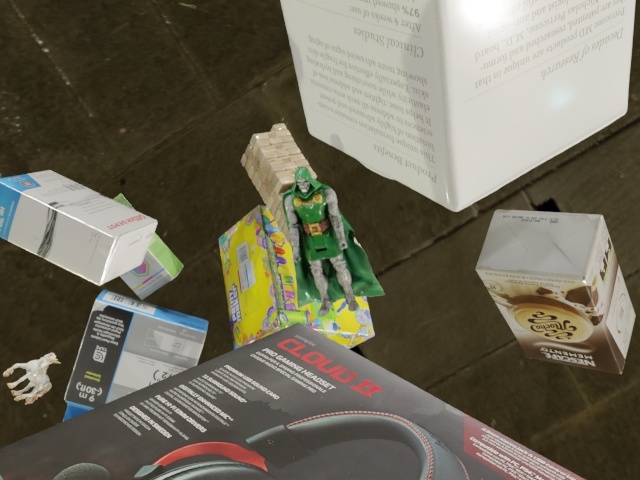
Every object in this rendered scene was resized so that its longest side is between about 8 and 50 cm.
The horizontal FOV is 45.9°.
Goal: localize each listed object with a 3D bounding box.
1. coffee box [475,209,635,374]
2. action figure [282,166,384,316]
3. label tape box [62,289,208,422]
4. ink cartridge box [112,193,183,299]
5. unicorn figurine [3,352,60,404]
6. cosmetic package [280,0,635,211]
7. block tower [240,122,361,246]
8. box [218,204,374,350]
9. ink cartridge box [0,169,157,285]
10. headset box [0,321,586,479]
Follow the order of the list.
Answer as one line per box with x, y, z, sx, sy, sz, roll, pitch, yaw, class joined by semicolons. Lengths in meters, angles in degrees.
0.384;0.086;1.207;0.168;0.119;0.297;4;149;36;coffee box
0.000;0.000;1.096;0.137;0.063;0.232;-13;116;9;action figure
-0.417;0.313;1.671;0.249;0.115;0.348;18;94;-10;label tape box
-0.409;0.016;1.635;0.109;0.062;0.209;-31;105;27;ink cartridge box
-0.616;0.290;1.626;0.111;0.162;0.060;-24;68;-23;unicorn figurine
0.162;-0.317;0.954;0.327;0.329;0.394;-30;129;-22;cosmetic package
-0.048;-0.082;1.555;0.336;0.097;0.091;60;143;23;block tower
-0.057;0.105;1.738;0.279;0.290;0.177;12;146;-39;box
-0.352;-0.023;1.079;0.190;0.139;0.082;26;105;6;ink cartridge box
-0.025;0.159;0.372;0.293;0.218;0.110;-18;120;-39;headset box
